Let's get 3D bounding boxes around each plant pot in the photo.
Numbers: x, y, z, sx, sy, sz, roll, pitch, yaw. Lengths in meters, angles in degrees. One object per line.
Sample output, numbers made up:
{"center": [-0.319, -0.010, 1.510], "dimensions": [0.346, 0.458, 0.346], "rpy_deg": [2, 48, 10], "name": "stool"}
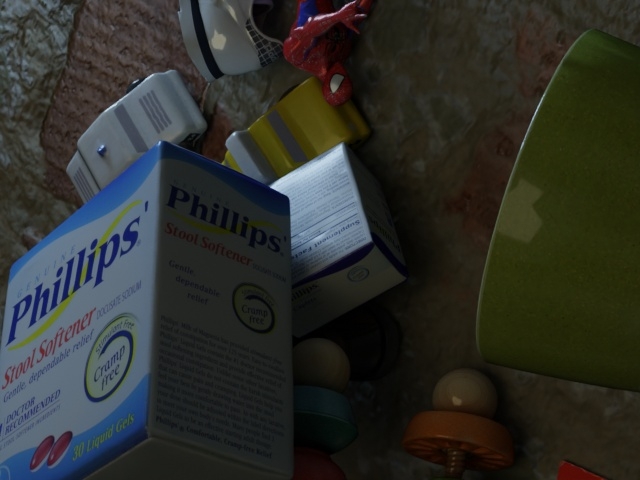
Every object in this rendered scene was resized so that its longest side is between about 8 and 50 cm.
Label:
{"center": [0.304, 0.012, 1.135], "dimensions": [0.294, 0.275, 0.274], "rpy_deg": [19, 104, 19], "name": "plant pot"}

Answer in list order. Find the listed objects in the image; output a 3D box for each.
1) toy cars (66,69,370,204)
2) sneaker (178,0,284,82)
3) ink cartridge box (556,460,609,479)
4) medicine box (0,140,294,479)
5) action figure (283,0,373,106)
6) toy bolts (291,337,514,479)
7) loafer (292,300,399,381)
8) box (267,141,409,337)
{"center": [-0.131, -0.087, 1.541], "dimensions": [0.394, 0.087, 0.176], "rpy_deg": [5, 95, 37], "name": "toy cars"}
{"center": [-0.097, -0.276, 1.521], "dimensions": [0.095, 0.090, 0.235], "rpy_deg": [-15, 78, 13], "name": "sneaker"}
{"center": [0.240, 0.302, 1.311], "dimensions": [0.145, 0.045, 0.179], "rpy_deg": [21, 107, 34], "name": "ink cartridge box"}
{"center": [-0.160, 0.108, 1.328], "dimensions": [0.263, 0.149, 0.289], "rpy_deg": [-35, 44, 39], "name": "medicine box"}
{"center": [0.007, -0.271, 1.424], "dimensions": [0.139, 0.091, 0.280], "rpy_deg": [-20, 80, 45], "name": "action figure"}
{"center": [0.040, 0.187, 1.377], "dimensions": [0.218, 0.229, 0.158], "rpy_deg": [-29, 47, 56], "name": "toy bolts"}
{"center": [-0.067, 0.071, 1.495], "dimensions": [0.303, 0.095, 0.109], "rpy_deg": [14, 100, 36], "name": "loafer"}
{"center": [0.000, 0.000, 1.406], "dimensions": [0.126, 0.072, 0.137], "rpy_deg": [-29, 45, 16], "name": "box"}
